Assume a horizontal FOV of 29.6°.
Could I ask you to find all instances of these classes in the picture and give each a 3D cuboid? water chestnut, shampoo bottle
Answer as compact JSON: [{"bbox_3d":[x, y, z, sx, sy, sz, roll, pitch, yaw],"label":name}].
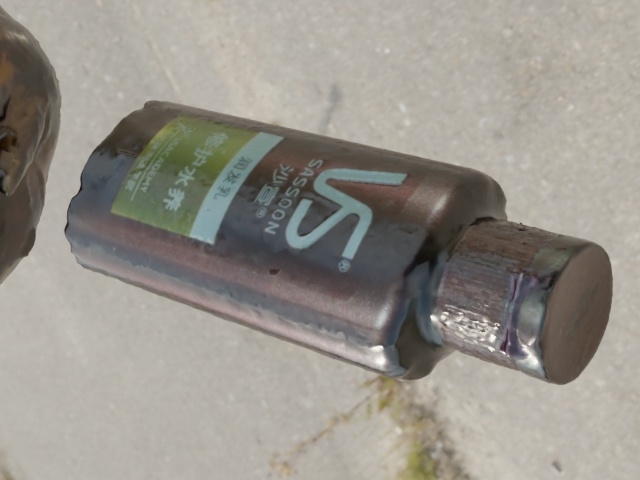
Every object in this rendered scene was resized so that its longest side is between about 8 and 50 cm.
[{"bbox_3d":[-0.321,-0.053,0.907,0.300,0.300,0.300,34,141,32],"label":"water chestnut"},{"bbox_3d":[0.000,0.000,0.676,0.323,0.129,0.084,17,154,38],"label":"shampoo bottle"}]
